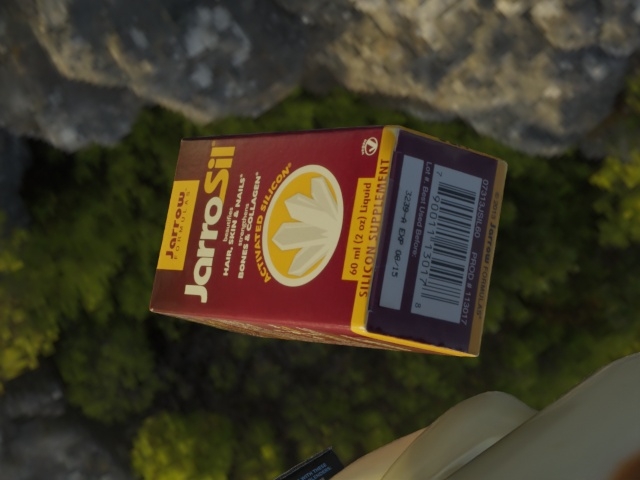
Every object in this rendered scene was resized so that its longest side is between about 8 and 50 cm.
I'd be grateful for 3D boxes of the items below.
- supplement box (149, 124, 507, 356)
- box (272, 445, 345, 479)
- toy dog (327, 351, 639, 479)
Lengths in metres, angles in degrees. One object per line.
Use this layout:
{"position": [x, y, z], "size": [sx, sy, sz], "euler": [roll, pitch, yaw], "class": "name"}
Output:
{"position": [0.000, 0.000, 0.910], "size": [0.080, 0.188, 0.104], "euler": [15, 81, -38], "class": "supplement box"}
{"position": [0.043, 0.335, 1.433], "size": [0.087, 0.290, 0.169], "euler": [-28, 160, -25], "class": "box"}
{"position": [0.091, 0.195, 0.644], "size": [0.395, 0.285, 0.408], "euler": [-33, 170, 23], "class": "toy dog"}
